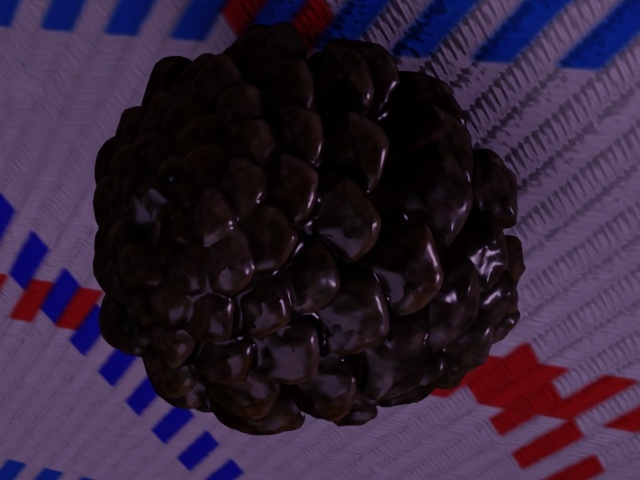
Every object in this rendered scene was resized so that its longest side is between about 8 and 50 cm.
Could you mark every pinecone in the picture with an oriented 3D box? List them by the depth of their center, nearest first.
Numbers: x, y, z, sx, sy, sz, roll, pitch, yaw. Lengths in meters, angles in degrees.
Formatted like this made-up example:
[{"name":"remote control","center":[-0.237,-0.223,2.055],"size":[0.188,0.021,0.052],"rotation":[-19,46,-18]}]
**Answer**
[{"name":"pinecone","center":[0.001,0.000,0.861],"size":[0.204,0.179,0.184],"rotation":[10,178,-35]}]
